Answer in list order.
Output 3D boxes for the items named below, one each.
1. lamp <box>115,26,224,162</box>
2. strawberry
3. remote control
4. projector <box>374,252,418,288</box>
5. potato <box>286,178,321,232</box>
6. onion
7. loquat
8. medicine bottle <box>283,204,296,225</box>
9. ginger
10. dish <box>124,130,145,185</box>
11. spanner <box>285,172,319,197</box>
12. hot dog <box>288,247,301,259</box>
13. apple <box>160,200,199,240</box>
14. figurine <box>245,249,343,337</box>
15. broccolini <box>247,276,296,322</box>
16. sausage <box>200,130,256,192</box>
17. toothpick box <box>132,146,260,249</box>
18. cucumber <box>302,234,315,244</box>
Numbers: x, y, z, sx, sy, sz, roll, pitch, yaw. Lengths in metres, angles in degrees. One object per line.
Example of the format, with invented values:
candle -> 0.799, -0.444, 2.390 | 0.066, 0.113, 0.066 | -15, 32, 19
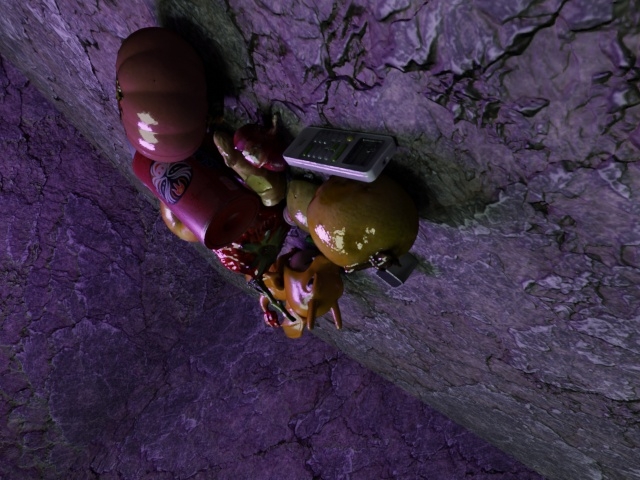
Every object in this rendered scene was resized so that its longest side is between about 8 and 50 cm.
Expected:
lamp -> -0.355, -0.340, 0.973 | 0.305, 0.240, 0.305 | 176, 90, -67
strawberry -> -0.267, -0.052, 1.390 | 0.310, 0.291, 0.291 | 32, 160, 11
remote control -> 0.033, -0.184, 0.845 | 0.250, 0.103, 0.034 | 22, 158, 40
projector -> 0.212, 0.075, 1.144 | 0.083, 0.082, 0.083 | 38, 161, 4
potato -> -0.056, -0.098, 1.120 | 0.149, 0.120, 0.081 | 16, 166, 23
onion -> -0.129, -0.252, 1.001 | 0.150, 0.140, 0.150 | 30, -155, -16
loquat -> 0.094, -0.037, 0.879 | 0.244, 0.244, 0.244 | 33, 160, 14
medicine bottle -> -0.058, -0.093, 1.244 | 0.079, 0.079, 0.140 | 42, 161, -12
ginger -> -0.178, -0.196, 1.103 | 0.086, 0.131, 0.294 | -3, 153, 31
dish -> -0.701, -0.374, 1.684 | 0.273, 0.134, 0.273 | 163, 90, -75
spanner -> -0.072, -0.161, 1.210 | 0.054, 0.015, 0.254 | 43, 160, -18
hot dog -> -0.078, 0.109, 1.764 | 0.092, 0.062, 0.235 | 25, 156, 42
apple -> -0.540, -0.146, 1.771 | 0.309, 0.250, 0.277 | -29, 97, 47
figurine -> -0.083, 0.202, 1.584 | 0.387, 0.268, 0.400 | 2, 117, 48
broccolini -> -0.167, 0.208, 1.427 | 0.216, 0.067, 0.058 | 44, 149, 4
sausage -> -0.260, -0.236, 1.280 | 0.302, 0.076, 0.103 | 38, 161, 2
toothpick box -> -0.362, -0.153, 1.189 | 0.333, 0.204, 0.204 | 42, 163, 16
cucumber -> 0.000, 0.000, 1.416 | 0.168, 0.039, 0.039 | 12, 148, 47
